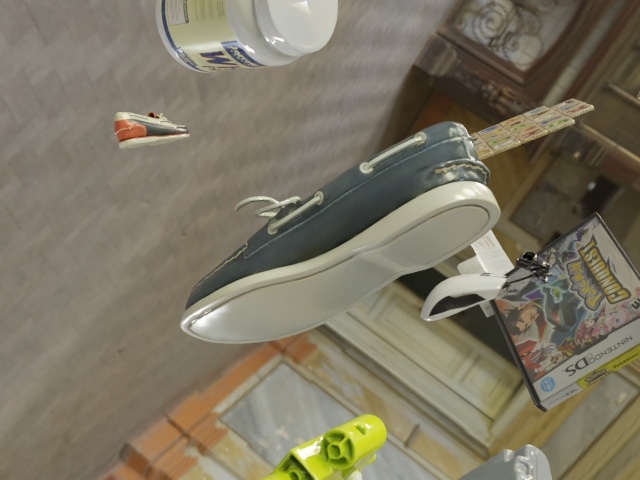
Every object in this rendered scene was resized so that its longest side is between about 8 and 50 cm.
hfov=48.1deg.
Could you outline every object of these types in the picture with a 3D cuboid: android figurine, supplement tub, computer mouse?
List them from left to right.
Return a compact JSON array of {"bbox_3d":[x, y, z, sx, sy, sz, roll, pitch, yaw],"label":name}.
[{"bbox_3d":[-0.151,-0.467,1.450,0.235,0.325,0.235,-9,102,-48],"label":"supplement tub"},{"bbox_3d":[-0.022,0.286,0.794,0.248,0.056,0.273,-52,156,15],"label":"android figurine"},{"bbox_3d":[0.224,0.061,1.007,0.193,0.042,0.106,-23,-172,14],"label":"computer mouse"}]

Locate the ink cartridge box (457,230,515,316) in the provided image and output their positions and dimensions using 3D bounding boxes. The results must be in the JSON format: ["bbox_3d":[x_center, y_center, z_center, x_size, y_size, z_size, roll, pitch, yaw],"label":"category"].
[{"bbox_3d":[0.369,0.044,1.629,0.060,0.239,0.275,-35,166,22],"label":"ink cartridge box"}]

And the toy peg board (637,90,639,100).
[{"bbox_3d":[0.622,-0.254,1.148,0.160,0.161,0.079,-54,179,-25],"label":"toy peg board"}]

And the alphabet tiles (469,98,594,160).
[{"bbox_3d":[0.424,-0.242,1.615,0.343,0.011,0.285,-21,-166,11],"label":"alphabet tiles"}]

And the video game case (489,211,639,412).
[{"bbox_3d":[0.426,0.116,1.218,0.248,0.035,0.275,-39,-143,22],"label":"video game case"}]

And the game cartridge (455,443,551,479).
[{"bbox_3d":[0.174,0.391,0.786,0.198,0.062,0.297,-58,-170,43],"label":"game cartridge"}]

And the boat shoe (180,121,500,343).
[{"bbox_3d":[0.000,0.000,0.511,0.254,0.079,0.095,-30,145,29],"label":"boat shoe"}]

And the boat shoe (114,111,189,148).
[{"bbox_3d":[-0.219,-0.147,0.936,0.049,0.043,0.137,-13,-175,26],"label":"boat shoe"}]
